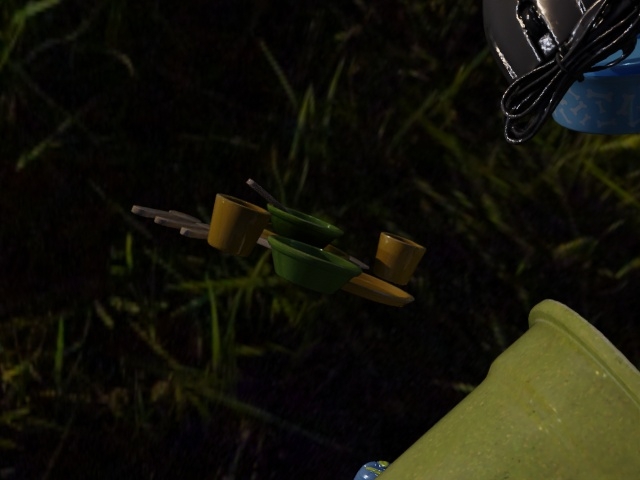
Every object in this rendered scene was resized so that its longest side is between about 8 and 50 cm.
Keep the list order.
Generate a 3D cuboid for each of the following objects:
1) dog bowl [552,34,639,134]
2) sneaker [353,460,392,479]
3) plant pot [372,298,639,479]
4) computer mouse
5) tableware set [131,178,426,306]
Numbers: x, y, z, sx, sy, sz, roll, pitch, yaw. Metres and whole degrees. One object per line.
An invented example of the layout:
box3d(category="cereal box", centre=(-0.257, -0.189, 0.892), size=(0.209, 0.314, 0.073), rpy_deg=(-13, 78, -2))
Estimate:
box3d(category="dog bowl", centre=(0.326, -0.197, 1.401), size=(0.166, 0.074, 0.297), rpy_deg=(-3, 25, 10))
box3d(category="sneaker", centre=(0.113, 0.299, 1.288), size=(0.188, 0.078, 0.067), rpy_deg=(29, 26, 17))
box3d(category="plant pot", centre=(0.116, 0.220, 0.797), size=(0.254, 0.276, 0.276), rpy_deg=(-32, 72, -5))
box3d(category="computer mouse", centre=(0.209, -0.227, 1.175), size=(0.072, 0.188, 0.272), rpy_deg=(32, 29, -21))
box3d(category="tableware set", centre=(0.000, 0.000, 0.528), size=(0.104, 0.154, 0.024), rpy_deg=(23, 96, 26))
